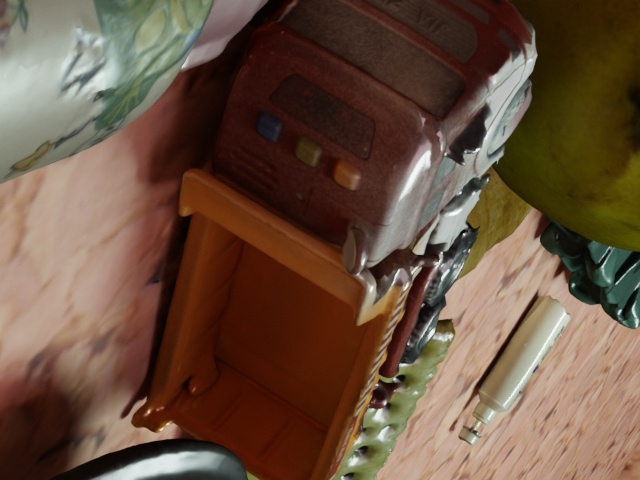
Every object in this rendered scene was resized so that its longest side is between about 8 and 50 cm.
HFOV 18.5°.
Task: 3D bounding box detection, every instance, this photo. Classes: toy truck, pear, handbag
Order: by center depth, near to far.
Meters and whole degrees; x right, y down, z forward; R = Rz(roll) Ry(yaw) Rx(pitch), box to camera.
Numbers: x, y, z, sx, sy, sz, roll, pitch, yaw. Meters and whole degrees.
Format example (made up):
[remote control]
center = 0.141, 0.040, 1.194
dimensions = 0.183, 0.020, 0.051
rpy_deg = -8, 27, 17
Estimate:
[toy truck]
center = 0.000, 0.000, 0.857
dimensions = 0.135, 0.114, 0.270
rpy_deg = -49, 165, -39
[pear]
center = 0.158, -0.102, 0.924
dimensions = 0.269, 0.212, 0.212
rpy_deg = -81, -165, -64
[handbag]
center = 0.276, -0.057, 1.567
dimensions = 0.238, 0.089, 0.326
rpy_deg = -54, 163, -3

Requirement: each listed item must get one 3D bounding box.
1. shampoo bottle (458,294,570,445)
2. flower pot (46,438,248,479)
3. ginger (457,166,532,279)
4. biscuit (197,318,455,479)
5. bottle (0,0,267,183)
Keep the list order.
[shampoo bottle]
center = 0.159, 0.110, 1.640
dimensions = 0.141, 0.034, 0.049
rpy_deg = -56, 171, -2
[flower pot]
center = -0.088, 0.214, 0.837
dimensions = 0.235, 0.148, 0.235
rpy_deg = -34, 155, -18
[ginger]
center = 0.090, -0.029, 1.126
dimensions = 0.299, 0.065, 0.118
rpy_deg = -39, 161, -45
[biscuit]
center = -0.019, 0.129, 1.075
dimensions = 0.139, 0.016, 0.231
rpy_deg = -1, 132, -34
[bottle]
center = -0.092, -0.068, 0.450
dimensions = 0.253, 0.120, 0.120
rpy_deg = -32, 150, -56
